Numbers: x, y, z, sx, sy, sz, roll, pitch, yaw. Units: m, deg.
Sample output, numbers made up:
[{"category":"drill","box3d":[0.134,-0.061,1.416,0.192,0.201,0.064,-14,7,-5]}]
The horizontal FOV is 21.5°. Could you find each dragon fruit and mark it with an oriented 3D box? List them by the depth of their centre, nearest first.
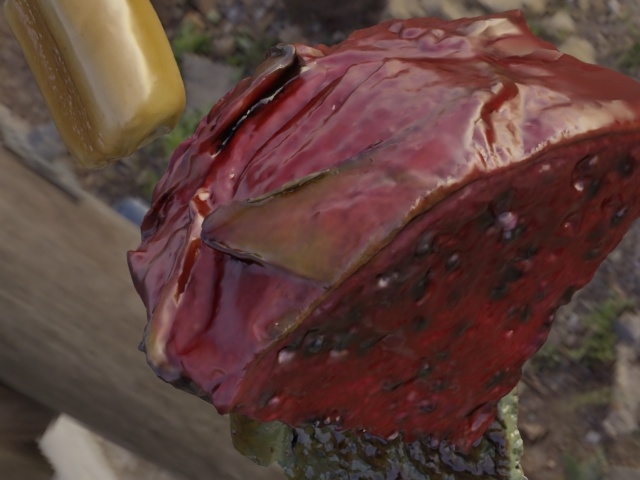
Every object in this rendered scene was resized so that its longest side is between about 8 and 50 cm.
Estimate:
[{"category":"dragon fruit","box3d":[0.000,0.000,0.988,0.302,0.240,0.330,-19,25,-27]}]

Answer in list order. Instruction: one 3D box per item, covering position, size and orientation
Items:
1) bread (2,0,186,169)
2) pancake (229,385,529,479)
[{"category":"bread","box3d":[-0.162,-0.143,1.246,0.134,0.085,0.173,-31,82,61]},{"category":"pancake","box3d":[0.042,0.176,1.752,0.426,0.305,0.067,-11,18,41]}]
